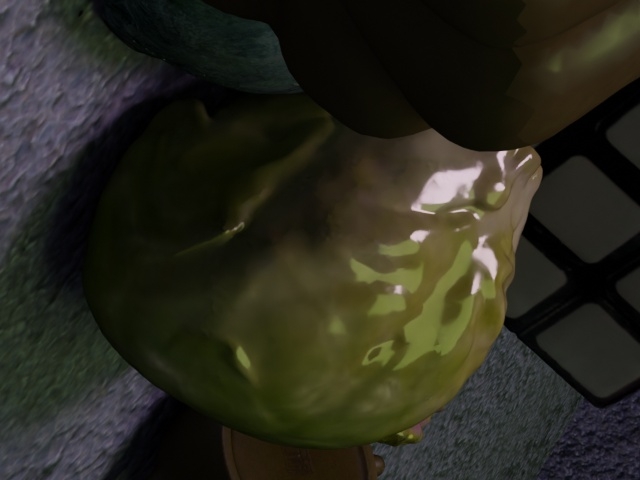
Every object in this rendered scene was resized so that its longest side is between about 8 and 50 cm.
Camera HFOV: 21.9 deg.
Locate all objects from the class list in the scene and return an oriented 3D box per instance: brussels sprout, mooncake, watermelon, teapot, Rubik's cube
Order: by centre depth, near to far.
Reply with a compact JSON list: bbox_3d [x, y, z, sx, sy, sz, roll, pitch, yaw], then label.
[{"bbox_3d":[0.015,-0.207,0.650,0.201,0.378,0.378,-38,158,-14],"label":"mooncake"},{"bbox_3d":[0.007,-0.150,0.991,0.322,0.175,0.188,-4,125,-58],"label":"watermelon"},{"bbox_3d":[-0.003,0.011,1.141,0.317,0.242,0.273,-19,134,-9],"label":"brussels sprout"},{"bbox_3d":[0.250,-0.110,1.281,0.304,0.301,0.305,-41,-171,44],"label":"Rubik's cube"},{"bbox_3d":[-0.060,0.219,1.484,0.268,0.185,0.175,5,155,-43],"label":"teapot"}]

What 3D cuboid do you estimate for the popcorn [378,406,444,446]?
[{"bbox_3d":[0.062,0.161,1.774,0.145,0.126,0.125,-23,139,-8],"label":"popcorn"}]
